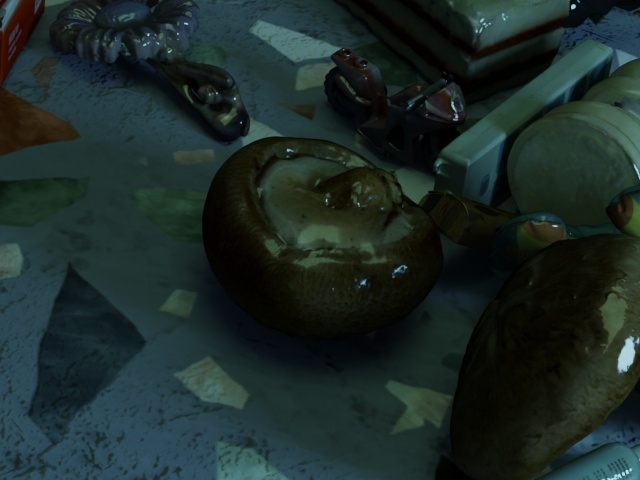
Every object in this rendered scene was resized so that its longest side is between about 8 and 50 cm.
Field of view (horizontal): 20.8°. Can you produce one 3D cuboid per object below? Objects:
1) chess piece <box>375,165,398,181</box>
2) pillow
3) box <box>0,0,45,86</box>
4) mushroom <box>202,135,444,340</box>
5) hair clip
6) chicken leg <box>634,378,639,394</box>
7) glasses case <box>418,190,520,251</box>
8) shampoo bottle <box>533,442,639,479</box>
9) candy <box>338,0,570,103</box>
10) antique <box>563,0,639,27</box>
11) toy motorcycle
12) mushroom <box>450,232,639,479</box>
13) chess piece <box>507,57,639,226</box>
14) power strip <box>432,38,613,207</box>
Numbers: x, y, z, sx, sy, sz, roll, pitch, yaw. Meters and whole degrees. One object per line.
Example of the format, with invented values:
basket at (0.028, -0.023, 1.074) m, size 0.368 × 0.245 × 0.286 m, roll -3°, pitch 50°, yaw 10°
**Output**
chess piece at (0.031, -0.066, 1.928) m, size 0.103 × 0.067 × 0.067 m, roll 5°, pitch 39°, yaw -22°
pillow at (0.286, -0.001, 1.789) m, size 0.233 × 0.214 × 0.086 m, roll -12°, pitch 67°, yaw 23°
box at (-0.405, -0.273, 2.030) m, size 0.133 × 0.099 × 0.182 m, roll 13°, pitch 39°, yaw 4°
mushroom at (0.000, 0.000, 1.766) m, size 0.253 × 0.153 × 0.253 m, roll 9°, pitch 38°, yaw -7°
hair clip at (-0.189, -0.223, 2.050) m, size 0.173 × 0.069 × 0.300 m, roll -28°, pitch 53°, yaw -38°
chicken leg at (0.457, 0.126, 1.756) m, size 0.361 × 0.140 × 0.211 m, roll 13°, pitch 56°, yaw -16°
glasses case at (0.175, -0.018, 1.857) m, size 0.064 × 0.041 × 0.170 m, roll 42°, pitch 17°, yaw 32°
shampoo bottle at (0.261, 0.226, 1.641) m, size 0.195 × 0.056 × 0.056 m, roll -20°, pitch 49°, yaw -34°
candy at (0.154, -0.322, 2.205) m, size 0.179 × 0.135 × 0.321 m, roll -18°, pitch 48°, yaw -33°
antique at (0.324, -0.402, 2.313) m, size 0.255 × 0.185 × 0.322 m, roll -20°, pitch 48°, yaw -42°
toy motorcycle at (0.093, -0.158, 2.004) m, size 0.212 × 0.118 × 0.084 m, roll 33°, pitch 49°, yaw 24°
mushroom at (0.216, 0.105, 1.640) m, size 0.146 × 0.278 × 0.278 m, roll 36°, pitch 37°, yaw -16°
chess piece at (0.343, -0.118, 2.009) m, size 0.167 × 0.167 × 0.299 m, roll 26°, pitch 35°, yaw 17°
power strip at (0.232, -0.120, 2.005) m, size 0.043 × 0.106 × 0.367 m, roll 26°, pitch 42°, yaw 26°
